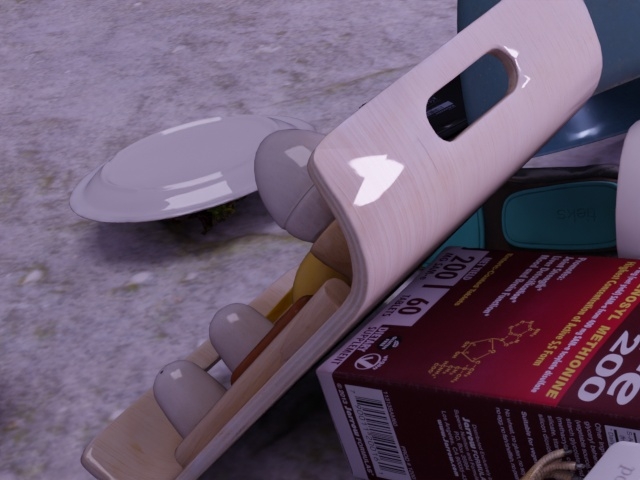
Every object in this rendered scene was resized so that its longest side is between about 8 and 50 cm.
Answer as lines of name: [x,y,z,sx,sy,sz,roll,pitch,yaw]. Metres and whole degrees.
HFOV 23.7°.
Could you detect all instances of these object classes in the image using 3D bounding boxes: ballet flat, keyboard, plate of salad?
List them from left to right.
plate of salad: [-0.097,-0.050,1.186,0.199,0.048,0.200,-12,23,5]
keyboard: [0.077,-0.097,1.197,0.180,0.023,0.108,-27,31,-20]
ballet flat: [0.119,-0.013,0.953,0.213,0.072,0.068,1,3,36]

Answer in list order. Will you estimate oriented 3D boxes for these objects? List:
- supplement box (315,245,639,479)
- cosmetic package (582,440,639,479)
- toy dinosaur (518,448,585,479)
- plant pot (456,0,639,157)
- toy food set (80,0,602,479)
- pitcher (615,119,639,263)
supplement box: [0.132,0.069,0.736,0.239,0.073,0.130,4,33,40]
cosmetic package: [0.121,0.174,0.380,0.151,0.184,0.151,4,32,41]
toy dinosaur: [0.085,0.137,0.648,0.183,0.053,0.092,-1,31,34]
plant pot: [0.204,-0.187,0.943,0.290,0.195,0.290,-18,-6,-2]
toy food set: [0.000,0.000,0.802,0.220,0.092,0.306,-41,-5,-42]
pitcher: [0.270,-0.019,0.796,0.207,0.125,0.178,3,9,21]
